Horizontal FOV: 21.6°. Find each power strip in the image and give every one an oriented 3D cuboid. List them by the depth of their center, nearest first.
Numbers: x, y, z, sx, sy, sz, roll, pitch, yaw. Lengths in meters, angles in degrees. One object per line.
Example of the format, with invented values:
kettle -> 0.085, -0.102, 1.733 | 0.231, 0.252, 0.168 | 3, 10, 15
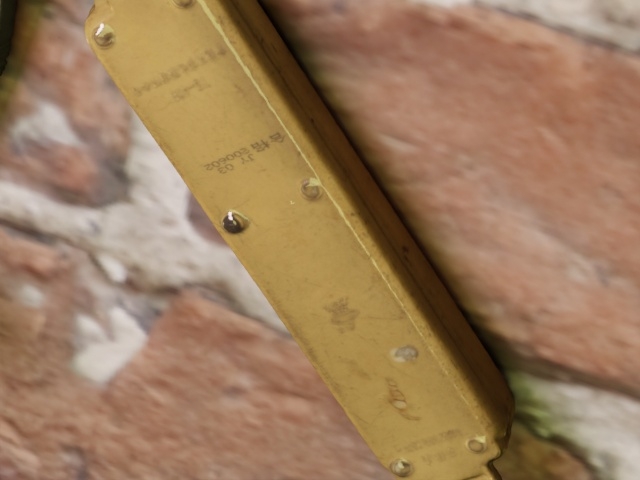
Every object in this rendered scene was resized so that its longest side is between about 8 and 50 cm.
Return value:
power strip -> 0.000, 0.000, 0.718 | 0.064, 0.044, 0.305 | -23, 113, 27

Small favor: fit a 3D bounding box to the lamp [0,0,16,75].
lamp -> -0.221, -0.104, 0.688 | 0.203, 0.124, 0.283 | 39, 131, 14
